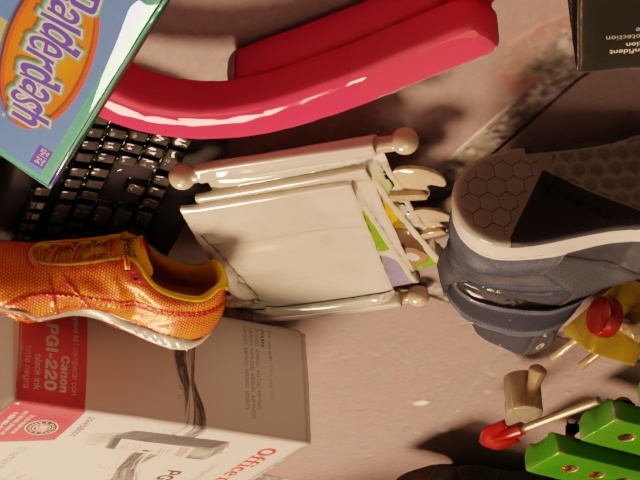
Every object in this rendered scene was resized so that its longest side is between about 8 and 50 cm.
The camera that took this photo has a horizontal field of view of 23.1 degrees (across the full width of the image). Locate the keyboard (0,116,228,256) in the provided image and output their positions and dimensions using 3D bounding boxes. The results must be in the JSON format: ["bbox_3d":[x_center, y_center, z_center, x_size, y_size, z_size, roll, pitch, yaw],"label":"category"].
[{"bbox_3d":[-0.193,-0.007,0.994,0.201,0.033,0.317,12,144,-17],"label":"keyboard"}]

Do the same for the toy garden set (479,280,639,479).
[{"bbox_3d":[0.226,0.106,1.150,0.203,0.049,0.244,17,144,-26],"label":"toy garden set"}]

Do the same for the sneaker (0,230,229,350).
[{"bbox_3d":[-0.142,0.017,0.968,0.175,0.064,0.067,9,124,-21],"label":"sneaker"}]

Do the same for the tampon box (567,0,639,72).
[{"bbox_3d":[0.167,-0.165,0.683,0.120,0.101,0.161,-4,147,7],"label":"tampon box"}]

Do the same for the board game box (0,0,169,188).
[{"bbox_3d":[-0.178,-0.134,0.720,0.210,0.047,0.160,34,139,-8],"label":"board game box"}]

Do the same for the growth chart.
[{"bbox_3d":[0.000,0.000,0.990,0.172,0.021,0.237,-5,153,6],"label":"growth chart"}]

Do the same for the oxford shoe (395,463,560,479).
[{"bbox_3d":[0.151,0.225,1.321,0.227,0.083,0.096,23,165,-35],"label":"oxford shoe"}]

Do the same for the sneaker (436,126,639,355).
[{"bbox_3d":[0.182,0.002,0.958,0.226,0.086,0.163,-3,153,-5],"label":"sneaker"}]

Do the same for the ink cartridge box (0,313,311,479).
[{"bbox_3d":[-0.137,0.112,1.081,0.218,0.092,0.158,11,150,-30],"label":"ink cartridge box"}]

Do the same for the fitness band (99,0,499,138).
[{"bbox_3d":[-0.026,-0.145,0.767,0.291,0.054,0.209,-19,139,25],"label":"fitness band"}]
